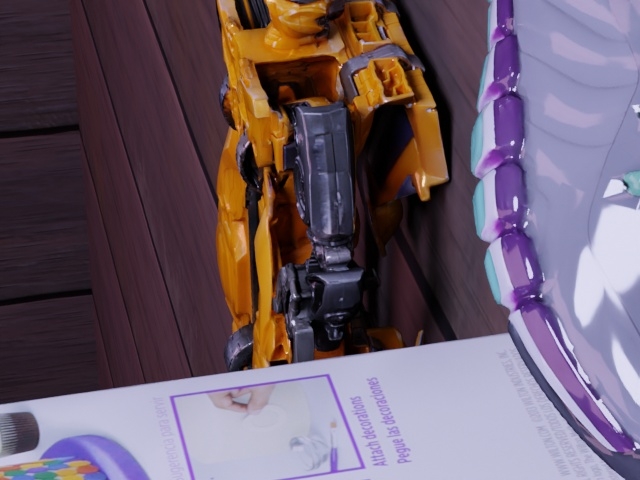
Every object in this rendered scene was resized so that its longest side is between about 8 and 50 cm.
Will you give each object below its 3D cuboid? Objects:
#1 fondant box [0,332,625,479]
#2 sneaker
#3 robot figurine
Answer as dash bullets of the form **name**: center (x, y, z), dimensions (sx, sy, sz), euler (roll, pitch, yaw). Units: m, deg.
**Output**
- **fondant box**: center (-0.041, 0.143, 0.546), dimensions (0.238, 0.330, 0.096), euler (-112, 19, -57)
- **sneaker**: center (0.080, -0.051, 0.466), dimensions (0.098, 0.083, 0.223), euler (113, 149, -60)
- **robot figurine**: center (0.000, 0.000, 0.904), dimensions (0.211, 0.085, 0.291), euler (-109, 15, -47)
